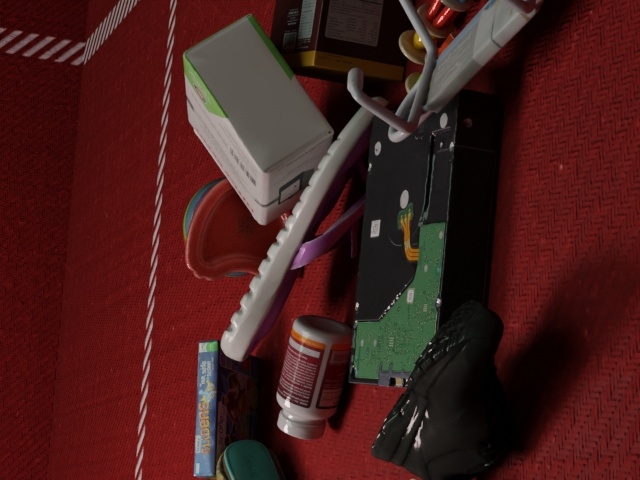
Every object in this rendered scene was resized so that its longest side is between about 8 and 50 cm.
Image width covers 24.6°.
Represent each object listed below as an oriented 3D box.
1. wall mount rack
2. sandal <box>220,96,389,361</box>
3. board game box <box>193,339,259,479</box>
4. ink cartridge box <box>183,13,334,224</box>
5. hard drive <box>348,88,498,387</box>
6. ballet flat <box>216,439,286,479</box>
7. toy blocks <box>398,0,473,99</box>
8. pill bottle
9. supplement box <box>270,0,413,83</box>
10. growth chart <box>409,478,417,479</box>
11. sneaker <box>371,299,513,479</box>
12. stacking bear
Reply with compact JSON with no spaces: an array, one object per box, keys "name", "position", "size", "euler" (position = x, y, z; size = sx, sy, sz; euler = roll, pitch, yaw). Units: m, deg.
[{"name":"wall mount rack","position":[0.147,-0.285,1.623],"size":[0.350,0.130,0.304],"euler":[-45,18,37]},{"name":"sandal","position":[0.003,-0.005,1.959],"size":[0.416,0.102,0.169],"euler":[-59,-2,21]},{"name":"board game box","position":[-0.139,0.261,2.196],"size":[0.035,0.136,0.201],"euler":[-7,71,24]},{"name":"ink cartridge box","position":[-0.087,-0.157,2.004],"size":[0.198,0.114,0.273],"euler":[55,170,9]},{"name":"hard drive","position":[0.120,0.006,1.726],"size":[0.237,0.064,0.339],"euler":[169,108,-67]},{"name":"ballet flat","position":[-0.070,0.411,2.004],"size":[0.348,0.123,0.123],"euler":[-119,42,-58]},{"name":"toy blocks","position":[0.152,-0.249,1.747],"size":[0.148,0.054,0.123],"euler":[125,146,-48]},{"name":"pill bottle","position":[-0.010,0.183,1.954],"size":[0.086,0.086,0.152],"euler":[-136,58,-64]},{"name":"supplement box","position":[0.029,-0.317,1.971],"size":[0.191,0.129,0.194],"euler":[-167,86,-68]},{"name":"growth chart","position":[0.105,0.347,1.529],"size":[0.237,0.021,0.172],"euler":[19,90,68]},{"name":"sneaker","position":[0.150,0.166,1.513],"size":[0.109,0.130,0.286],"euler":[-50,-12,-33]},{"name":"stacking bear","position":[-0.142,-0.014,2.270],"size":[0.289,0.175,0.164],"euler":[171,103,-75]}]
